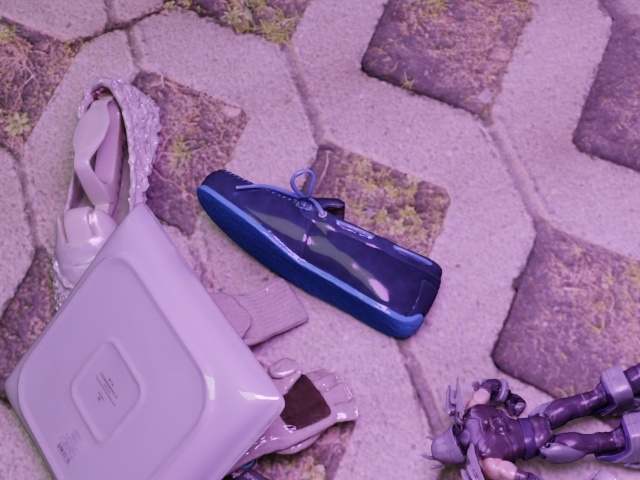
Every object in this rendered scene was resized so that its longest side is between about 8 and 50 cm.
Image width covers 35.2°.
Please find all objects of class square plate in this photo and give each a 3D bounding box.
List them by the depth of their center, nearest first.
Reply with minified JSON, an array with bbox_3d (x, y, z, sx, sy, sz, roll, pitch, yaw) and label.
[{"bbox_3d":[-0.243,0.185,1.226,0.344,0.049,0.347,-50,58,18],"label":"square plate"}]

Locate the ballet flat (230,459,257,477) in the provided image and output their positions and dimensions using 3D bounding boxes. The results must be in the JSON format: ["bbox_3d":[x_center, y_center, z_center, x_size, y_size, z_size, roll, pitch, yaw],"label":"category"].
[{"bbox_3d":[-0.162,0.209,1.270,0.091,0.077,0.241,-12,55,-44],"label":"ballet flat"}]

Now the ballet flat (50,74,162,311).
[{"bbox_3d":[-0.312,-0.051,1.397,0.147,0.147,0.408,-5,65,11],"label":"ballet flat"}]

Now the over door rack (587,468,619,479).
[{"bbox_3d":[0.470,0.292,1.061,0.239,0.108,0.324,-42,84,-8],"label":"over door rack"}]

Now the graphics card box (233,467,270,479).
[{"bbox_3d":[-0.136,0.417,1.047,0.371,0.094,0.233,-40,26,-24],"label":"graphics card box"}]

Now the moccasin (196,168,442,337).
[{"bbox_3d":[0.000,0.000,1.319,0.342,0.137,0.116,33,71,10],"label":"moccasin"}]

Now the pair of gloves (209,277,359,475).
[{"bbox_3d":[-0.084,0.155,1.249,0.204,0.042,0.240,-14,57,-23],"label":"pair of gloves"}]

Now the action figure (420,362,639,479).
[{"bbox_3d":[0.254,0.222,1.144,0.285,0.099,0.185,-10,52,1],"label":"action figure"}]
